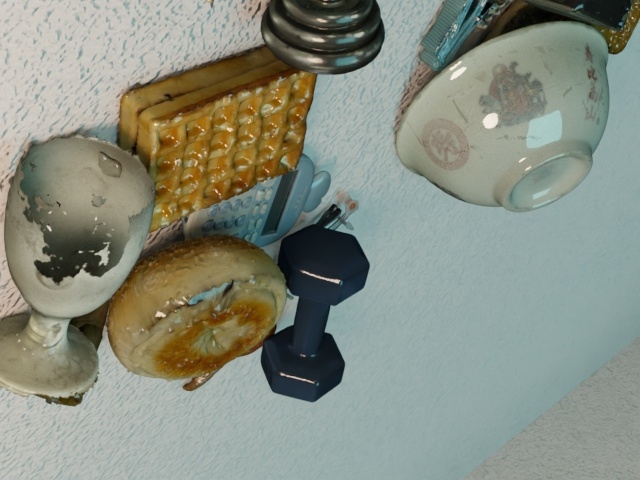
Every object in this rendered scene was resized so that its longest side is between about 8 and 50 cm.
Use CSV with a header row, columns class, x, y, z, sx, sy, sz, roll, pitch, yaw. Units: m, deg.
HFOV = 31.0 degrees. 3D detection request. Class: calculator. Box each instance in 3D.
class,x,y,z,sx,sy,sz,roll,pitch,yaw
calculator,-0.101,-0.063,1.889,0.303,0.042,0.188,-15,136,-45

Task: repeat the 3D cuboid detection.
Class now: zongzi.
class,x,y,z,sx,sy,sz,roll,pitch,yaw
zongzi,-0.407,0.138,1.706,0.189,0.081,0.178,34,71,-46

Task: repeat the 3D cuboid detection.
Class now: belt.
class,x,y,z,sx,sy,sz,roll,pitch,yaw
belt,0.241,-0.373,1.976,0.100,0.065,0.179,13,117,-49

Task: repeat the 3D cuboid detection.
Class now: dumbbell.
class,x,y,z,sx,sy,sz,roll,pitch,yaw
dumbbell,0.018,-0.393,1.511,0.179,0.179,0.406,-30,145,-31
dumbbell,-0.015,0.132,2.049,0.144,0.160,0.324,-69,173,-51

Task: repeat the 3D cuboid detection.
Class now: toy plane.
class,x,y,z,sx,sy,sz,roll,pitch,yaw
toy plane,0.001,0.000,2.099,0.197,0.053,0.078,-44,143,-1

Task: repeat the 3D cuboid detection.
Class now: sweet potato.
class,x,y,z,sx,sy,sz,roll,pitch,yaw
sweet potato,-0.166,0.209,2.127,0.214,0.050,0.050,-35,149,-16

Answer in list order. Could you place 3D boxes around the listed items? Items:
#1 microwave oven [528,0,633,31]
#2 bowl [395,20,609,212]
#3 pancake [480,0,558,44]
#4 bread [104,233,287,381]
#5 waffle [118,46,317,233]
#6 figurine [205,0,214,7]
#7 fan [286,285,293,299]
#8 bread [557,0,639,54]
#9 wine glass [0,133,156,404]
class,x,y,z,sx,sy,sz,roll,pitch,yaw
microwave oven,0.449,-0.516,1.900,0.237,0.181,0.295,1,111,-56
bowl,0.371,-0.179,2.102,0.435,0.196,0.435,-19,153,-10
pancake,0.394,-0.369,2.200,0.282,0.049,0.282,-34,148,-25
bread,-0.196,0.096,1.799,0.306,0.158,0.305,-23,156,-11
waffle,-0.148,-0.154,1.664,0.308,0.091,0.213,-25,144,-35
figurine,-0.125,-0.374,1.415,0.137,0.112,0.229,-37,163,-6
fan,-0.075,0.090,2.148,0.085,0.005,0.133,-49,151,-2
bread,0.559,-0.539,2.124,0.185,0.109,0.380,18,97,-48
wine glass,-0.340,0.035,1.527,0.190,0.190,0.357,-17,141,-45
